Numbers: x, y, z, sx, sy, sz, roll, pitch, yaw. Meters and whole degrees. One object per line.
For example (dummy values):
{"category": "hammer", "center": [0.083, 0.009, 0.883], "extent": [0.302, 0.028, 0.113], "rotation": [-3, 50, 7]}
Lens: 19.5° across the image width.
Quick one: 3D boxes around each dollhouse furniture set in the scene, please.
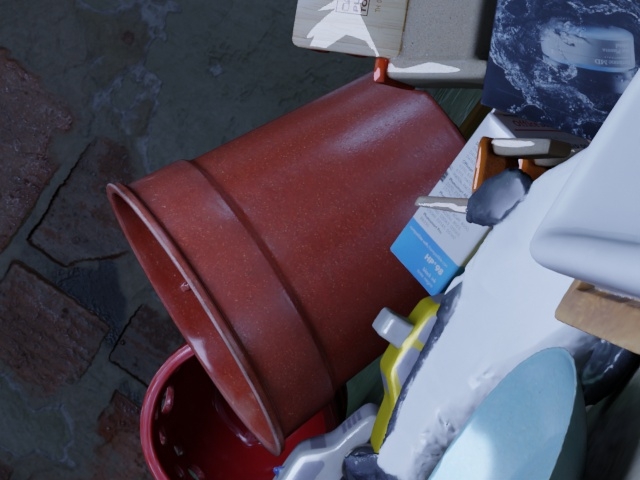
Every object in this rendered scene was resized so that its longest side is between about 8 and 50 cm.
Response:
{"category": "dollhouse furniture set", "center": [0.105, -0.144, 1.241], "extent": [0.259, 0.135, 0.262], "rotation": [5, -85, -62]}

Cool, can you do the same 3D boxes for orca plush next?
{"category": "orca plush", "center": [0.140, 0.060, 1.083], "extent": [0.151, 0.102, 0.287], "rotation": [39, 111, 42]}

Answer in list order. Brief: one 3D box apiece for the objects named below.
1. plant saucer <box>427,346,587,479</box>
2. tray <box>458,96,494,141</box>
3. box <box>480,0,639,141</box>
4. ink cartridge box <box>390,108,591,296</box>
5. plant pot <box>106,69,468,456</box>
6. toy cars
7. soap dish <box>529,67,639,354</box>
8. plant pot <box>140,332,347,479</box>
{"category": "plant saucer", "center": [0.091, 0.147, 0.968], "extent": [0.195, 0.037, 0.195], "rotation": [-57, 10, 15]}
{"category": "tray", "center": [0.196, -0.123, 1.792], "extent": [0.411, 0.076, 0.203], "rotation": [-53, 5, 30]}
{"category": "box", "center": [0.183, -0.132, 1.031], "extent": [0.158, 0.156, 0.093], "rotation": [94, -160, -51]}
{"category": "ink cartridge box", "center": [0.147, -0.041, 1.443], "extent": [0.104, 0.060, 0.180], "rotation": [-4, -44, -51]}
{"category": "plant pot", "center": [0.000, 0.000, 1.602], "extent": [0.265, 0.272, 0.272], "rotation": [-32, -1, -10]}
{"category": "toy cars", "center": [0.034, 0.142, 1.449], "extent": [0.393, 0.087, 0.176], "rotation": [-53, 4, 43]}
{"category": "soap dish", "center": [0.195, -0.042, 0.700], "extent": [0.229, 0.118, 0.291], "rotation": [-56, 4, 0]}
{"category": "plant pot", "center": [-0.067, 0.164, 1.806], "extent": [0.191, 0.191, 0.174], "rotation": [-55, 1, 11]}
